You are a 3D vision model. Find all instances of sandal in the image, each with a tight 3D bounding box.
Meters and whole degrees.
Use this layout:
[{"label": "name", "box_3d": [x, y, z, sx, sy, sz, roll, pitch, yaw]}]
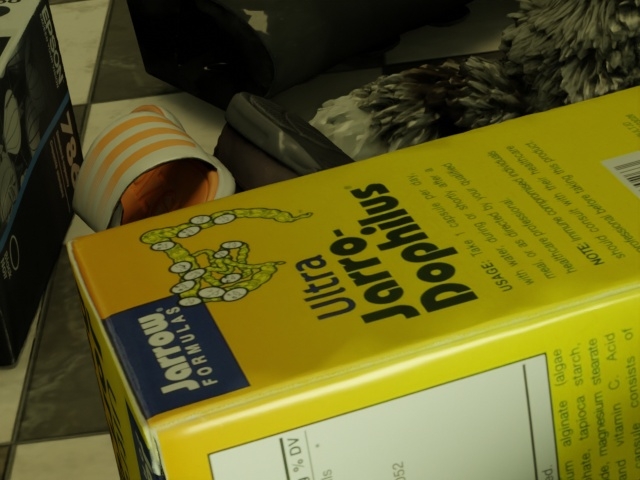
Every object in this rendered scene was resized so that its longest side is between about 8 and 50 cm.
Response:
[{"label": "sandal", "box_3d": [-0.137, -0.047, 1.316, 0.102, 0.076, 0.265, -53, 26, 5]}]

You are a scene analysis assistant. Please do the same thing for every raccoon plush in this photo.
[{"label": "raccoon plush", "box_3d": [0.201, -0.203, 1.308, 0.446, 0.299, 0.216, -17, 30, -15]}]

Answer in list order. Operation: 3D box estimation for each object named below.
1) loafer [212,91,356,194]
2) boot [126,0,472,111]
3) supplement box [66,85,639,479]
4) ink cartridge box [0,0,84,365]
[{"label": "loafer", "box_3d": [0.000, 0.000, 1.235, 0.109, 0.095, 0.302, 24, 14, -32]}, {"label": "boot", "box_3d": [0.110, -0.229, 1.509, 0.445, 0.146, 0.367, -21, 13, -31]}, {"label": "supplement box", "box_3d": [0.077, 0.075, 0.940, 0.356, 0.194, 0.195, -15, 29, -12]}, {"label": "ink cartridge box", "box_3d": [-0.224, -0.065, 1.314, 0.065, 0.165, 0.333, -5, 30, 6]}]
